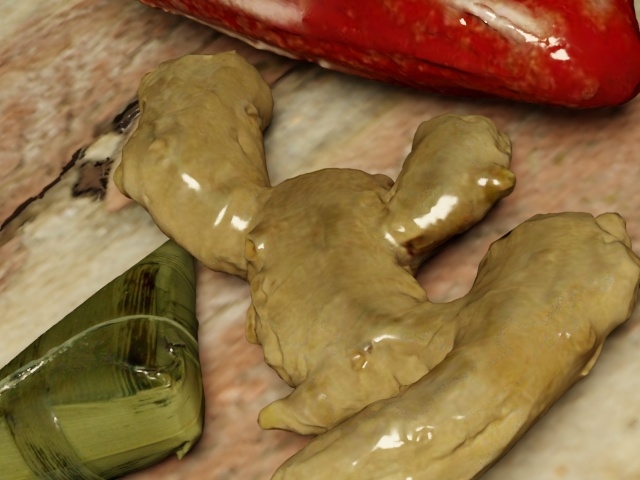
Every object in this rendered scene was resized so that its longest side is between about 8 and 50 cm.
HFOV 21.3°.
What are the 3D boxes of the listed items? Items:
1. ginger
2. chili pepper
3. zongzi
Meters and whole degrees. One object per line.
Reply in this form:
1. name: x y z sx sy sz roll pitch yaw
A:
1. ginger: 0.015 -0.004 0.603 0.149 0.065 0.258 -21 38 -10
2. chili pepper: 0.032 -0.114 0.662 0.253 0.144 0.136 31 95 32
3. zongzi: -0.093 0.045 0.618 0.104 0.052 0.113 -18 37 7
